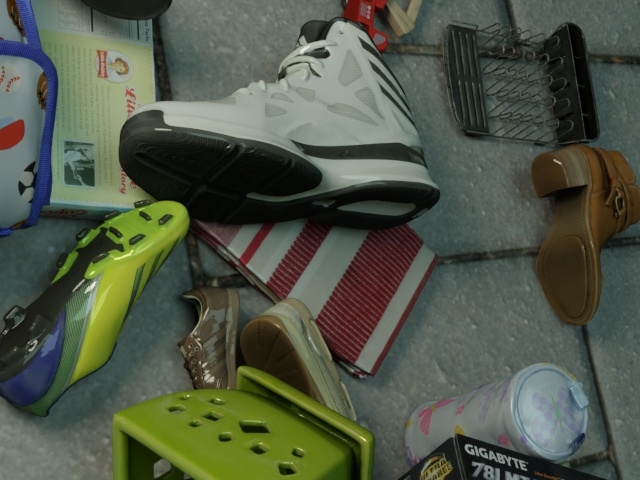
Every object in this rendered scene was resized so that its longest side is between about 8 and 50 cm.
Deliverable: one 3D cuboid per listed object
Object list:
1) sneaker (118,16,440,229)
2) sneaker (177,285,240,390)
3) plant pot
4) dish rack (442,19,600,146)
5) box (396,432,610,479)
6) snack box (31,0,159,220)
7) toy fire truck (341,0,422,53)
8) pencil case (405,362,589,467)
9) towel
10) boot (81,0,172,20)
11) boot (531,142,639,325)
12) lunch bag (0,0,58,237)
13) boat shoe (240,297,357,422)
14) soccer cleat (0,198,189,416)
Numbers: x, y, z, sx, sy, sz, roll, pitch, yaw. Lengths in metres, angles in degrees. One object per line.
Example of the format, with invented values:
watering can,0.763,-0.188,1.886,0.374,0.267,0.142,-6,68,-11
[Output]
sneaker,-0.059,-0.163,1.277,0.448,0.169,0.257,7,61,-38
sneaker,-0.139,0.147,1.220,0.071,0.066,0.188,6,67,-13
plant pot,-0.072,0.279,1.081,0.207,0.228,0.227,-24,127,-43
dish rack,0.316,-0.254,1.621,0.272,0.074,0.208,3,74,-33
box,0.188,0.366,1.221,0.293,0.295,0.073,20,39,-27
snack box,-0.292,-0.185,1.208,0.187,0.060,0.321,4,74,-31
toy fire truck,0.099,-0.347,1.521,0.135,0.047,0.192,18,68,-30
pencil case,0.218,0.235,1.291,0.124,0.273,0.113,-38,91,-34
towel,0.000,0.000,1.362,0.329,0.037,0.237,43,57,-16
boot,-0.273,-0.380,1.204,0.263,0.091,0.229,27,33,-10
boot,0.436,-0.016,1.625,0.220,0.109,0.283,-7,81,-45
lunch bag,-0.446,-0.179,0.968,0.328,0.239,0.385,-7,81,-48
boat shoe,0.000,0.217,1.255,0.098,0.109,0.302,-35,105,-56
soccer cleat,-0.248,0.071,1.136,0.289,0.093,0.121,-48,133,-23
